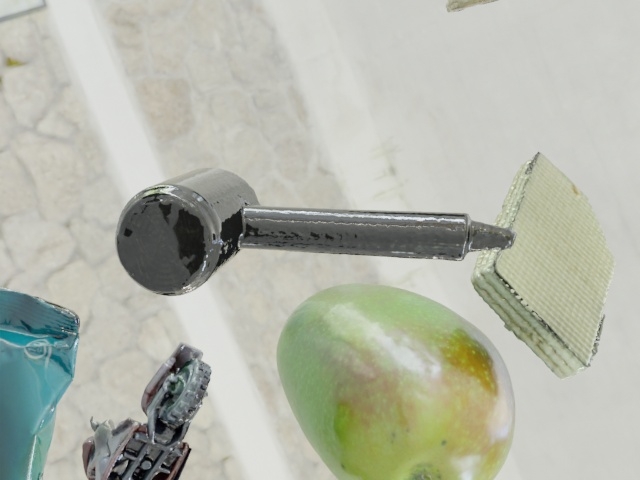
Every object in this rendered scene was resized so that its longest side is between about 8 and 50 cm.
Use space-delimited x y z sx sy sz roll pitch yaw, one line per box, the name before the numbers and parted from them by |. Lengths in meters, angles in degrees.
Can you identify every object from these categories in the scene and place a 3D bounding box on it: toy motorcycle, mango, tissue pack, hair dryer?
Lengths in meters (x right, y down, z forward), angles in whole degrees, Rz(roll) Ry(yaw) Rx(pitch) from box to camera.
toy motorcycle | -0.172 0.192 0.902 0.082 0.213 0.122 29 12 -29
mango | 0.075 0.153 1.027 0.382 0.225 0.201 -134 -157 -63
tissue pack | -0.133 0.081 0.346 0.028 0.085 0.138 1 104 -74
hair dryer | 0.000 0.000 0.595 0.114 0.248 0.070 -47 141 -75

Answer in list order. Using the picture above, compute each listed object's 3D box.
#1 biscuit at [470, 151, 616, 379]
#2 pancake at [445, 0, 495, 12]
biscuit | 0.247 0.018 0.995 0.150 0.252 0.052 44 -49 -9
pancake | 0.211 -0.290 1.029 0.158 0.158 0.028 11 -53 65
